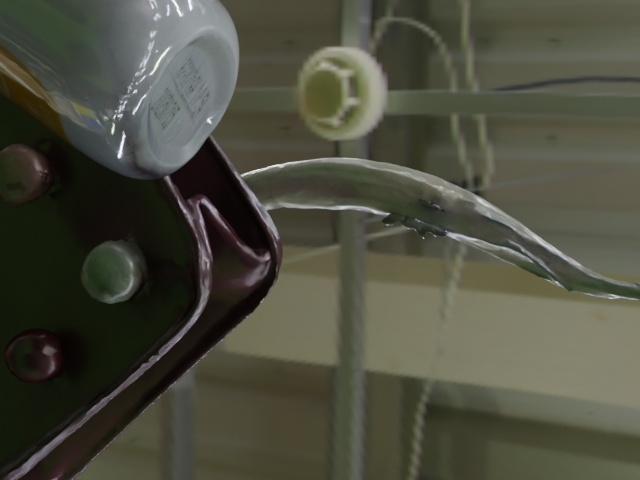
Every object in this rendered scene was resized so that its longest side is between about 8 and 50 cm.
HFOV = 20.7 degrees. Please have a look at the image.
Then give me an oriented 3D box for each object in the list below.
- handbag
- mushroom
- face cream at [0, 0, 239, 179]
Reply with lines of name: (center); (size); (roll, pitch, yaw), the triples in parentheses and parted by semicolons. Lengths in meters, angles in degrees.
handbag: (-0.145, -0.009, 0.762); (0.203, 0.074, 0.216); (-40, -103, 23)
mushroom: (0.000, -0.002, 0.802); (0.306, 0.068, 0.043); (-2, -129, 17)
face cream: (-0.159, -0.130, 0.604); (0.291, 0.144, 0.071); (37, -97, 6)
